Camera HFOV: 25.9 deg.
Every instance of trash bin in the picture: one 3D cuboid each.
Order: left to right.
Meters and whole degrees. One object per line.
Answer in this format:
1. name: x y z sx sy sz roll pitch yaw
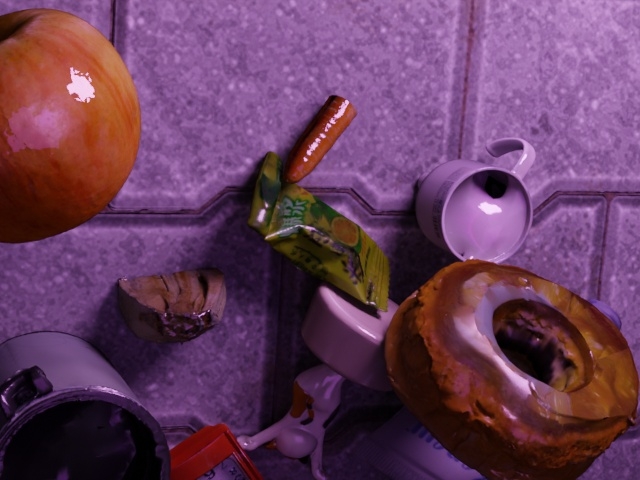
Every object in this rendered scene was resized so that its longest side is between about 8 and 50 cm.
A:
1. trash bin: -0.319 0.247 1.707 0.217 0.262 0.277 -29 111 -12

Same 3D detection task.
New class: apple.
1. apple: -0.345 -0.132 1.617 0.286 0.286 0.233 -32 117 -11

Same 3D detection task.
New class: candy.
1. candy: 0.000 0.000 1.849 0.246 0.149 0.069 34 126 -20

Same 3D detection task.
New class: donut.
1. donut: 0.250 0.163 1.763 0.330 0.160 0.330 12 57 -19

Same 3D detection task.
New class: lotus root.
1. lotus root: -0.187 0.095 1.795 0.143 0.144 0.070 -3 111 -11

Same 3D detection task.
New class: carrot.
1. carrot: -0.009 -0.129 1.836 0.048 0.048 0.139 45 69 -22

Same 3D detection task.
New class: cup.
1. cup: 0.202 -0.064 1.894 0.134 0.142 0.173 8 99 -21

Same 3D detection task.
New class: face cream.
1. face cream: 0.271 0.225 1.931 0.420 0.235 0.137 -39 142 -28

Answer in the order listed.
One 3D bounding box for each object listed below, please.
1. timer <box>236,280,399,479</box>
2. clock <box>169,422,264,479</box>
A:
1. timer: 0.009 0.203 1.897 0.175 0.175 0.266 25 109 -23
2. clock: -0.140 0.334 1.902 0.113 0.061 0.155 -33 114 -5
